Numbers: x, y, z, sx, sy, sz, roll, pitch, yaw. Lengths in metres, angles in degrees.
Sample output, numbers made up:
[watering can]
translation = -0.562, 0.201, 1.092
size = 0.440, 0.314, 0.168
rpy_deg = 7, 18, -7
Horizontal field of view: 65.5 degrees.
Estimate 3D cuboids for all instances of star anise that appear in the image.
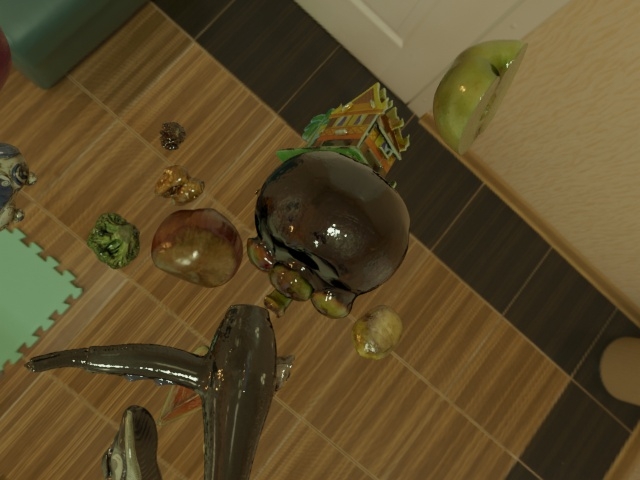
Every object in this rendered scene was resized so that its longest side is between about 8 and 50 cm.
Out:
[star anise]
translation = -0.123, 0.328, 1.114
size = 0.063, 0.171, 0.208
rpy_deg = 39, 48, 6

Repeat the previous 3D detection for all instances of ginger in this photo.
[ginger]
translation = -0.366, -0.130, 1.256
size = 0.103, 0.162, 0.073
rpy_deg = 41, 57, -22

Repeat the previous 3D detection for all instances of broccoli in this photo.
[broccoli]
translation = -0.573, 0.004, 1.392
size = 0.146, 0.138, 0.162
rpy_deg = 30, 54, -30

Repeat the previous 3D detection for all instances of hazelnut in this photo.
[hazelnut]
translation = -0.277, 0.006, 1.155
size = 0.210, 0.186, 0.210
rpy_deg = 3, 80, -16

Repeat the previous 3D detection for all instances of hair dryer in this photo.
[hair dryer]
translation = -0.151, 0.141, 0.447
size = 0.219, 0.075, 0.195
rpy_deg = 12, 63, -12

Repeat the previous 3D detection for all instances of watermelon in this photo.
[watermelon]
translation = -0.288, 0.371, 1.252
size = 0.128, 0.303, 0.159
rpy_deg = 31, 43, -20

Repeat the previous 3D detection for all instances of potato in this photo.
[potato]
translation = 0.130, 0.210, 1.136
size = 0.170, 0.080, 0.107
rpy_deg = -36, 98, -50

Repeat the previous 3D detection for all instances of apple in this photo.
[apple]
translation = 0.526, -0.462, 1.644
size = 0.320, 0.360, 0.311
rpy_deg = -6, 64, -4

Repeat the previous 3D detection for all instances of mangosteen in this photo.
[mangosteen]
translation = 0.000, 0.000, 0.853
size = 0.275, 0.275, 0.302
rpy_deg = 35, 90, -7

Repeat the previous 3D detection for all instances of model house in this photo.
[model house]
translation = 0.098, -0.285, 1.463
size = 0.242, 0.358, 0.312
rpy_deg = 50, 62, -34

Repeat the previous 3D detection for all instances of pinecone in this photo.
[pinecone]
translation = -0.434, -0.303, 1.446
size = 0.077, 0.083, 0.077
rpy_deg = 29, 37, -25

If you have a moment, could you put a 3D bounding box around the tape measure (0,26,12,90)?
[tape measure]
translation = -0.499, -0.245, 0.569
size = 0.232, 0.245, 0.149
rpy_deg = 0, 53, 22

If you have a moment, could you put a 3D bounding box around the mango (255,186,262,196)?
[mango]
translation = -0.096, -0.077, 1.151
size = 0.127, 0.063, 0.077
rpy_deg = 49, 62, -19

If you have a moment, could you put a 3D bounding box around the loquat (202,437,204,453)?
[loquat]
translation = -0.336, 0.714, 1.744
size = 0.152, 0.152, 0.195
rpy_deg = 13, 117, -11

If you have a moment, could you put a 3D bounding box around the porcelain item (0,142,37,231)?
[porcelain item]
translation = -0.836, -0.118, 1.231
size = 0.138, 0.186, 0.288
rpy_deg = 47, 121, 2

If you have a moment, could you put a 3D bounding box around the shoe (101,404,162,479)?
[shoe]
translation = -0.389, 0.444, 0.996
size = 0.112, 0.099, 0.227
rpy_deg = -6, 95, 14
